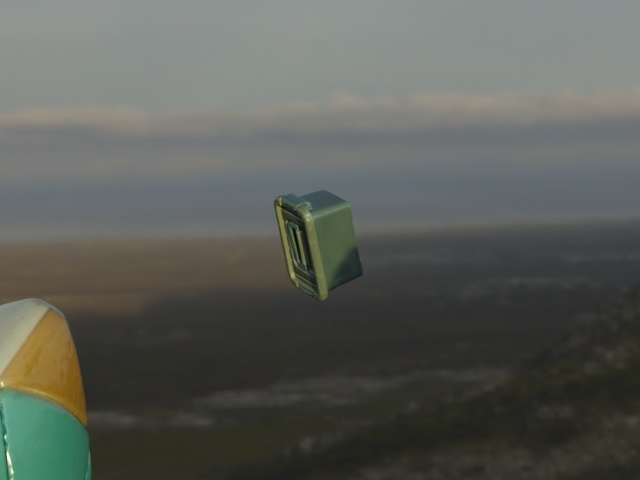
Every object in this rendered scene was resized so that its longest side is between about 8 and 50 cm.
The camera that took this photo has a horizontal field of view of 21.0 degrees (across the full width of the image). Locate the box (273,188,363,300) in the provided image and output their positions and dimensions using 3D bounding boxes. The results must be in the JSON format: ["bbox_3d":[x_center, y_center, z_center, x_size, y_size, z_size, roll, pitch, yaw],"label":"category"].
[{"bbox_3d":[0.000,0.000,1.643,0.054,0.099,0.074,-21,25,-23],"label":"box"}]

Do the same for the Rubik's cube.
[{"bbox_3d":[-0.180,0.155,0.927,0.254,0.254,0.254,-1,3,0],"label":"Rubik's cube"}]
